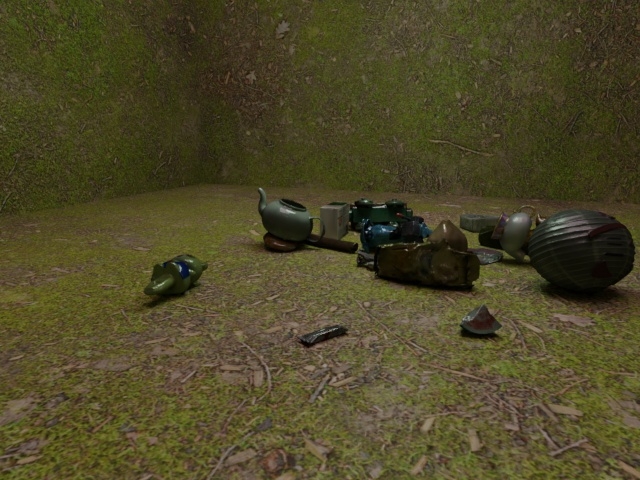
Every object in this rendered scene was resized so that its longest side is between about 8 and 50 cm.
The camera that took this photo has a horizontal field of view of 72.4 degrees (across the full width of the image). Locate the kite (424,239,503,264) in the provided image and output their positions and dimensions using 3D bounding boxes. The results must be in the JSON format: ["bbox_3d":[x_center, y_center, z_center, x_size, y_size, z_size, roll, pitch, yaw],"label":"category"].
[{"bbox_3d":[0.471,0.032,1.588,0.360,0.022,0.204,11,17,38],"label":"kite"}]

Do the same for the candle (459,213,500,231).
[{"bbox_3d":[0.727,-0.081,2.014,0.192,0.068,0.168,5,14,34],"label":"candle"}]

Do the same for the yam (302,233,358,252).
[{"bbox_3d":[0.000,0.000,1.637,0.327,0.045,0.045,12,-10,38],"label":"yam"}]

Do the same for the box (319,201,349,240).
[{"bbox_3d":[0.060,-0.081,1.794,0.081,0.135,0.199,4,12,15],"label":"box"}]

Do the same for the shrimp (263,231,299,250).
[{"bbox_3d":[-0.149,0.007,1.609,0.132,0.051,0.187,14,13,-24],"label":"shrimp"}]

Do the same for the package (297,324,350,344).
[{"bbox_3d":[0.008,0.185,0.869,0.110,0.015,0.037,-10,17,-36],"label":"package"}]

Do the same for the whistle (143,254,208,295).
[{"bbox_3d":[-0.371,0.089,1.104,0.105,0.085,0.227,-5,11,13],"label":"whistle"}]

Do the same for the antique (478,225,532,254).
[{"bbox_3d":[0.708,-0.006,1.648,0.081,0.080,0.221,-12,18,-40],"label":"antique"}]

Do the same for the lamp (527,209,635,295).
[{"bbox_3d":[0.701,0.032,1.175,0.265,0.233,0.233,2,11,-27],"label":"lamp"}]

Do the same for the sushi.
[{"bbox_3d":[0.294,0.053,1.225,0.291,0.139,0.131,6,6,28],"label":"sushi"}]

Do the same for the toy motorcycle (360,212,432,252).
[{"bbox_3d":[0.245,-0.020,1.527,0.272,0.123,0.182,-12,-21,42],"label":"toy motorcycle"}]

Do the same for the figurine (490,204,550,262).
[{"bbox_3d":[0.708,-0.008,1.433,0.263,0.189,0.142,21,17,19],"label":"figurine"}]

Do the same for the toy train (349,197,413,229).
[{"bbox_3d":[0.257,-0.115,1.989,0.305,0.150,0.221,0,2,-1],"label":"toy train"}]

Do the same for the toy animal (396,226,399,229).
[{"bbox_3d":[0.342,-0.021,1.713,0.105,0.070,0.202,-1,2,23],"label":"toy animal"}]

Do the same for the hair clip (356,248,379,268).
[{"bbox_3d":[0.200,0.061,1.377,0.172,0.049,0.116,5,17,3],"label":"hair clip"}]

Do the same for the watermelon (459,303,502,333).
[{"bbox_3d":[0.323,0.160,0.905,0.085,0.061,0.085,9,7,-1],"label":"watermelon"}]

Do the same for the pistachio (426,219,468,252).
[{"bbox_3d":[0.403,0.013,1.396,0.126,0.152,0.223,1,-7,16],"label":"pistachio"}]

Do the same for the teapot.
[{"bbox_3d":[-0.117,-0.081,1.604,0.294,0.129,0.193,24,15,13],"label":"teapot"}]
